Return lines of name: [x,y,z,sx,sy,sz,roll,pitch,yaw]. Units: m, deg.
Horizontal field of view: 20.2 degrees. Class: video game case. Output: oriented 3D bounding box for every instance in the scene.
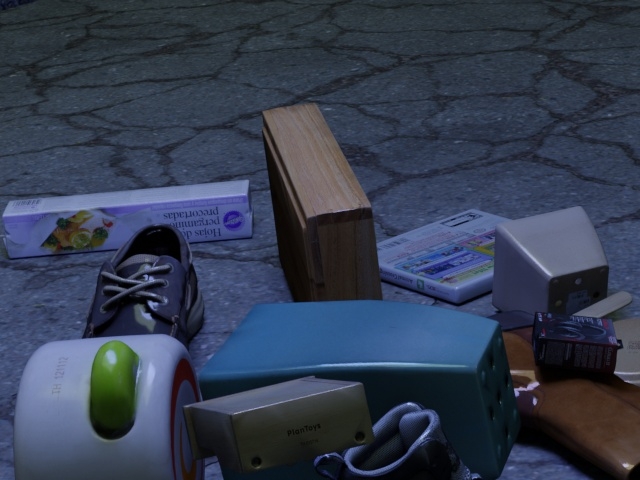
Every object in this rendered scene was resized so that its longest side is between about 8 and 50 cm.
video game case: [0.174,0.016,2.164,0.212,0.023,0.193,-19,23,-36]

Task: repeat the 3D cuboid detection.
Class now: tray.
tray: [0.000,0.000,1.986,0.076,0.203,0.411,-9,20,-5]

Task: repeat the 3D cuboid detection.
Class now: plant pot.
plant pot: [0.045,0.149,1.566,0.234,0.166,0.165,-6,18,20]
plant pot: [0.258,0.040,1.963,0.109,0.109,0.096,-12,32,-18]

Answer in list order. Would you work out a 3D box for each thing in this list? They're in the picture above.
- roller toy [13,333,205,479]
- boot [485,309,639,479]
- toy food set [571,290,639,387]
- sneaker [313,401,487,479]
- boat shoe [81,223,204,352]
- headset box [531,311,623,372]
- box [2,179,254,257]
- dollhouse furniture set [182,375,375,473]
roller toy: [-0.184,0.182,1.548,0.146,0.209,0.191,-4,6,7]
boot: [0.195,0.172,1.674,0.264,0.096,0.280,-10,26,-34]
toy food set: [0.324,0.120,1.821,0.132,0.039,0.192,-22,30,-22]
sneaker: [0.123,0.206,1.441,0.268,0.153,0.101,-8,19,-7]
boat shoe: [-0.202,0.078,1.931,0.132,0.130,0.355,-5,19,1]
headset box: [0.244,0.096,1.702,0.083,0.032,0.062,5,22,2]
box: [-0.250,-0.028,2.347,0.324,0.063,0.067,-5,21,1]
dollhouse furniture set: [-0.011,0.230,1.316,0.212,0.242,0.161,-12,0,-15]
